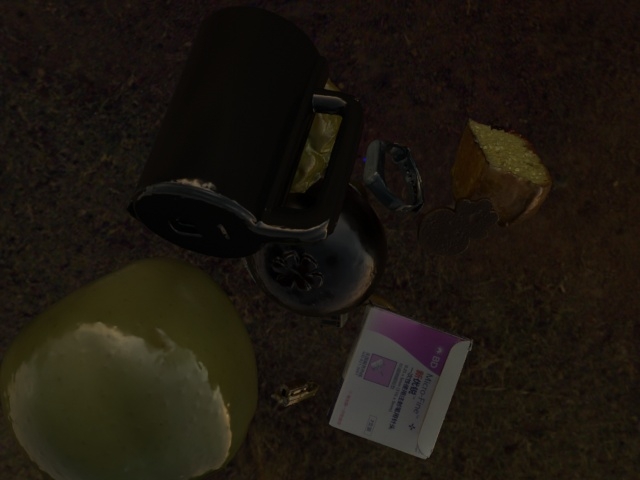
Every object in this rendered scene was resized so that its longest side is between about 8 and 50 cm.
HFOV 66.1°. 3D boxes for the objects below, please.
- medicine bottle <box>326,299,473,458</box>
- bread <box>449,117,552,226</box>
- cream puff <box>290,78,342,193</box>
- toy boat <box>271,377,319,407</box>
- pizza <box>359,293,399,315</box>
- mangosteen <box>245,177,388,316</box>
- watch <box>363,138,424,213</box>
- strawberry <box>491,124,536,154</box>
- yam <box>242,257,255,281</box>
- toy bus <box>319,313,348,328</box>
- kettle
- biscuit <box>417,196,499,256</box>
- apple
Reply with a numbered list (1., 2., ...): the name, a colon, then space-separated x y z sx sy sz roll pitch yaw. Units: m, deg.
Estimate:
1. medicine bottle: 0.122 0.216 0.775 0.171 0.052 0.201 21 87 -1
2. bread: 0.423 -0.149 1.209 0.194 0.340 0.179 18 124 -6
3. cream puff: -0.018 -0.220 1.021 0.185 0.281 0.281 3 131 -20
4. toy boat: -0.091 0.589 1.930 0.068 0.226 0.088 18 104 42
5. pizza: 0.195 0.251 1.497 0.246 0.058 0.127 59 137 22
6. mangosteen: 0.000 0.000 1.324 0.382 0.435 0.382 6 114 14
7. watch: 0.205 -0.179 1.351 0.193 0.206 0.068 26 144 -30
8. strawberry: 0.590 -0.217 1.594 0.288 0.250 0.238 46 163 12
9. yam: -0.132 0.012 1.877 0.348 0.241 0.241 -36 117 -1
10. toy bus: 0.047 0.220 1.747 0.103 0.091 0.182 4 106 15
11. kettle: -0.096 -0.135 0.703 0.262 0.308 0.203 20 152 -14
12. biscuit: 0.297 -0.031 1.069 0.175 0.026 0.124 -27 111 20
13. apple: -0.343 0.268 0.958 0.474 0.473 0.473 5 128 7
